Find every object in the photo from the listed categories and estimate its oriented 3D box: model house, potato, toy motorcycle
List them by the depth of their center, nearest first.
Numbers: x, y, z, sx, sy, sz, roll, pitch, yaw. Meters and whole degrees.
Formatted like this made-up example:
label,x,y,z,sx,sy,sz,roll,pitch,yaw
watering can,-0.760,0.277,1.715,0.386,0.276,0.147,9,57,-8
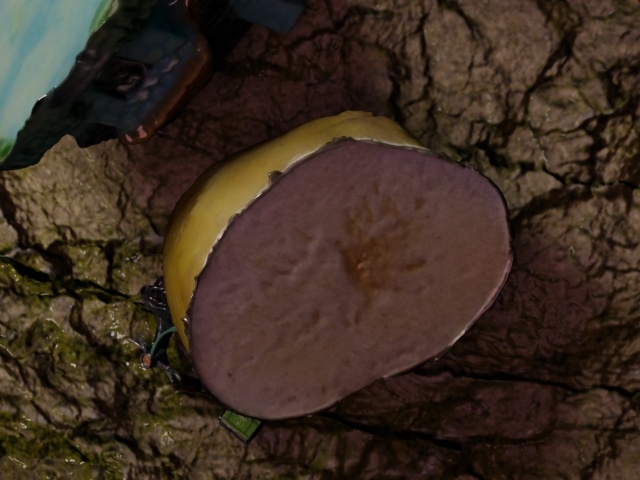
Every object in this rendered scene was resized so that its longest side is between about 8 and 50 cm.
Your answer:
label,x,y,z,sx,sy,sz,roll,pitch,yaw
model house,-0.153,-0.169,1.364,0.261,0.241,0.226,-47,45,31
potato,0.000,0.000,1.379,0.300,0.196,0.246,-26,118,-5
toy motorcycle,-0.112,0.109,1.513,0.173,0.058,0.100,37,120,5

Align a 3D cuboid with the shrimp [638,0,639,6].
label,x,y,z,sx,sy,sz,roll,pitch,yaw
shrimp,0.305,-0.225,1.266,0.249,0.068,0.150,23,117,7
